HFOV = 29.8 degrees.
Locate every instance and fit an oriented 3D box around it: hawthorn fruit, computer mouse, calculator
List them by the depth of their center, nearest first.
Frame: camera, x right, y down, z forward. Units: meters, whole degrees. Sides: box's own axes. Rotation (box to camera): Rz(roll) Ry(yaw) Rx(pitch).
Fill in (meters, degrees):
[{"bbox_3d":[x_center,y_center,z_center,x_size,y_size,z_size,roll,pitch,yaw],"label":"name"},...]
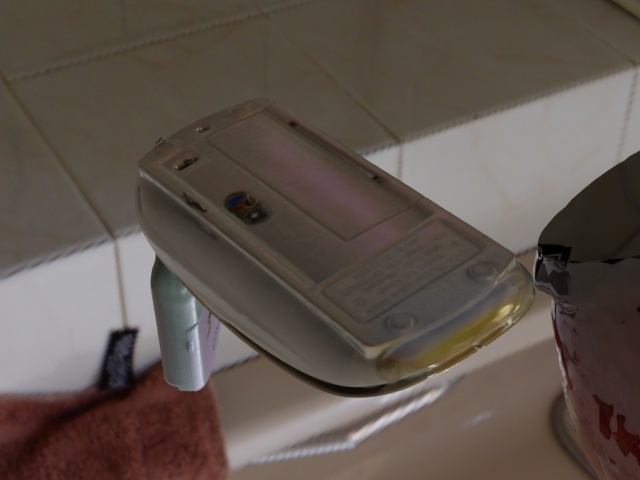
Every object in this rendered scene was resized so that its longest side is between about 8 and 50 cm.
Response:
[{"bbox_3d":[0.000,0.001,0.503,0.102,0.199,0.045,-31,134,-24],"label":"computer mouse"},{"bbox_3d":[0.219,0.059,0.539,0.215,0.215,0.250,-15,94,-27],"label":"hawthorn fruit"},{"bbox_3d":[-0.116,0.036,1.076,0.045,0.141,0.246,7,147,2],"label":"calculator"}]
